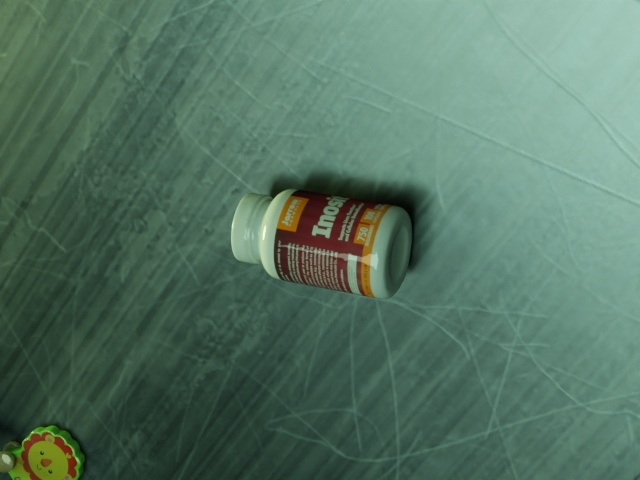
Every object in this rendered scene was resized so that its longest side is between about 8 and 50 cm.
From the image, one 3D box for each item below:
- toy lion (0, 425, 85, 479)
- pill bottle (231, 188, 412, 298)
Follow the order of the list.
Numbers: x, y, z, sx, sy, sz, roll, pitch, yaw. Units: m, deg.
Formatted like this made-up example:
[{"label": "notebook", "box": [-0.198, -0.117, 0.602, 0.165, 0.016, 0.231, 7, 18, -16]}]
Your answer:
[{"label": "toy lion", "box": [-0.294, 0.248, 1.674, 0.096, 0.034, 0.100, -11, 104, 18]}, {"label": "pill bottle", "box": [0.000, 0.000, 1.424, 0.152, 0.086, 0.086, 10, 112, 20]}]
